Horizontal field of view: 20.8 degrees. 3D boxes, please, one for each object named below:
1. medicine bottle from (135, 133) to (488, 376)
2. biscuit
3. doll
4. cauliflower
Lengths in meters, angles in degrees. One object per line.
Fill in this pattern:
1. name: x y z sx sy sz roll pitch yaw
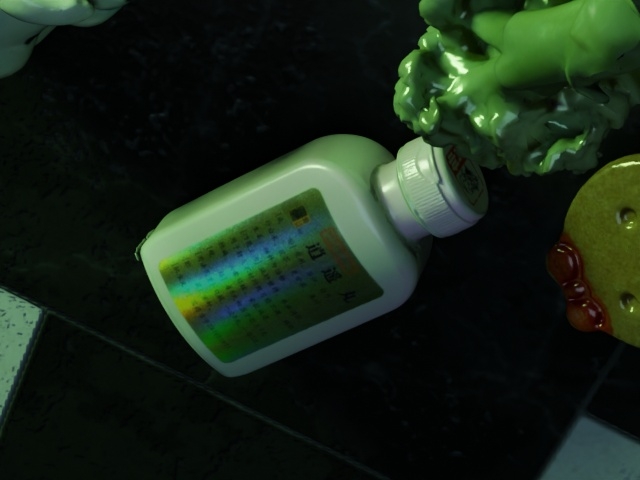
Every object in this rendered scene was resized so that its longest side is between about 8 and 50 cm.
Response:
1. medicine bottle: 0.000 0.000 1.114 0.219 0.078 0.115 -25 106 26
2. biscuit: 0.238 0.015 1.044 0.225 0.036 0.166 13 119 31
3. doll: -0.176 -0.167 1.060 0.181 0.110 0.107 -18 72 25
4. cauliflower: 0.170 -0.149 0.880 0.260 0.281 0.327 22 120 -34
